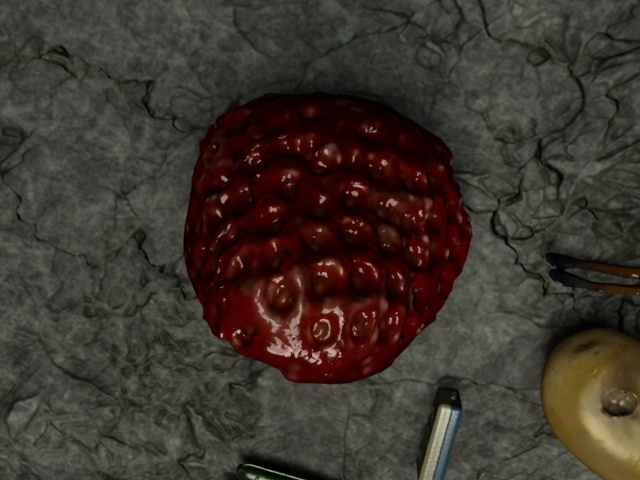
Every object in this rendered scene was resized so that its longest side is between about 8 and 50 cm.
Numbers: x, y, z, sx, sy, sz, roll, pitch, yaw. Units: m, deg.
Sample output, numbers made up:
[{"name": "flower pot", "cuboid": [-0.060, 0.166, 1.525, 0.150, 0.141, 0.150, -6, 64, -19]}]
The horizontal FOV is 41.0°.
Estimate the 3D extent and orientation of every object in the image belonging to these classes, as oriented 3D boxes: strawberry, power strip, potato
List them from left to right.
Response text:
[{"name": "strawberry", "cuboid": [0.000, 0.000, 0.861, 0.317, 0.345, 0.295, 42, 106, -10]}, {"name": "power strip", "cuboid": [0.150, 0.249, 1.083, 0.032, 0.056, 0.123, 13, 107, 0]}, {"name": "potato", "cuboid": [0.362, 0.209, 1.018, 0.234, 0.146, 0.150, 43, 62, 4]}]

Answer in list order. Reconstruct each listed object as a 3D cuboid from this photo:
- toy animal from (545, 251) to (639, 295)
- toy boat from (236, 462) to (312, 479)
[{"name": "toy animal", "cuboid": [0.465, 0.015, 0.959, 0.302, 0.225, 0.284, 28, 126, -18]}, {"name": "toy boat", "cuboid": [-0.030, 0.360, 1.130, 0.210, 0.052, 0.104, 19, 105, -2]}]
